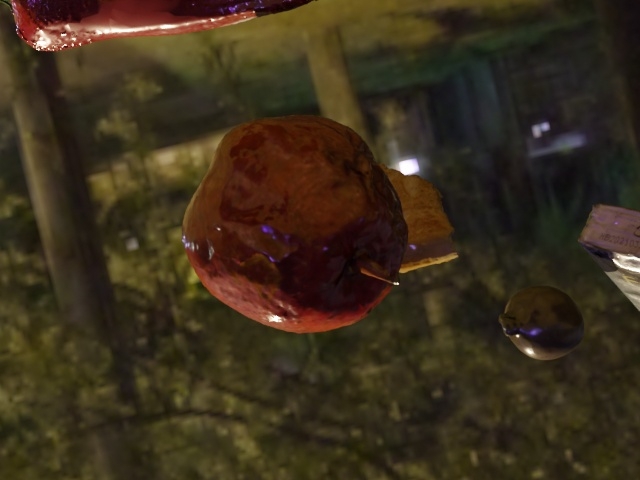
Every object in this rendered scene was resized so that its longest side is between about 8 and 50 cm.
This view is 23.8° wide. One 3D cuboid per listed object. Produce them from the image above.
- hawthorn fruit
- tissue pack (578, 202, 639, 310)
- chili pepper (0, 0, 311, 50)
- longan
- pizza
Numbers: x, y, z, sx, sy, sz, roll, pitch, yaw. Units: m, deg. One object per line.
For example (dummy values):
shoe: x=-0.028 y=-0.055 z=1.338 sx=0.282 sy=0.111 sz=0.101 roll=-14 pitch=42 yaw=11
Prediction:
hawthorn fruit: x=0.000 y=0.000 z=1.404 sx=0.207 sy=0.207 sz=0.243 roll=-16 pitch=-148 yaw=-33
tissue pack: x=0.452 y=0.042 z=1.950 sx=0.173 sy=0.073 sz=0.235 roll=16 pitch=166 yaw=37
chili pepper: x=-0.169 y=-0.232 z=1.378 sx=0.387 sy=0.110 sz=0.110 roll=-2 pitch=-174 yaw=16
longan: x=0.287 y=0.109 z=2.005 sx=0.119 sy=0.106 sz=0.106 roll=-3 pitch=178 yaw=-26
pizza: x=0.074 y=-0.026 z=1.809 sx=0.182 sy=0.161 sz=0.062 roll=-12 pitch=143 yaw=15
